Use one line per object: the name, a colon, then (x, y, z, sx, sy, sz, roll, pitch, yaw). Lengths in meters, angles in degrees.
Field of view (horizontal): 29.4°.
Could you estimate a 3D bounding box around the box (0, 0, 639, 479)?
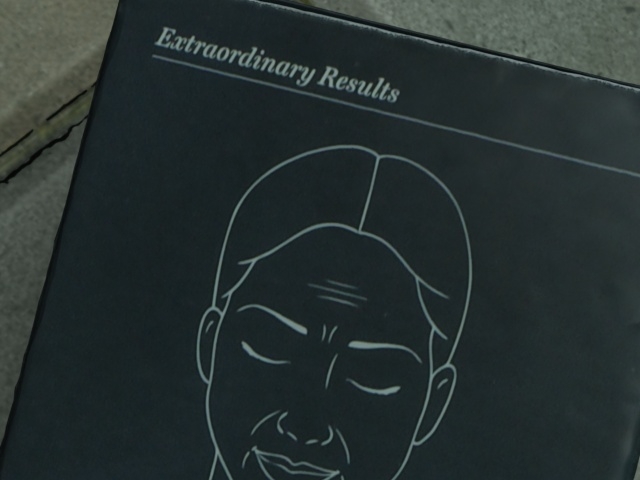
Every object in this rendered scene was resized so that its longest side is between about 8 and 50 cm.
box: (0.013, 0.094, 0.656, 0.294, 0.212, 0.395, 16, 91, 12)
